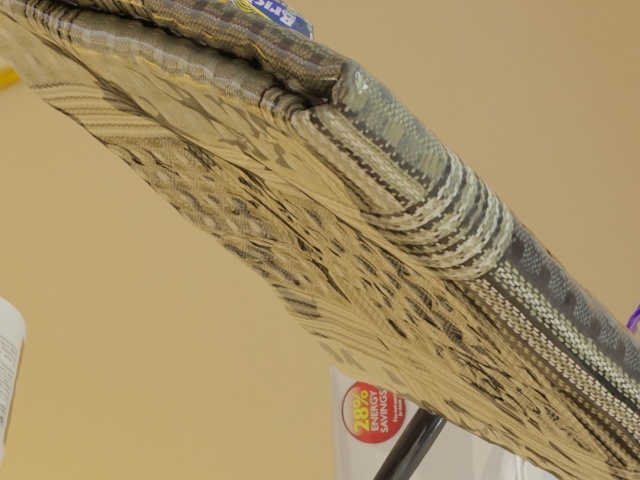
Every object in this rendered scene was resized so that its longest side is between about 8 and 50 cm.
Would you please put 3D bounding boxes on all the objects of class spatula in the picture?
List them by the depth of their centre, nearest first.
[{"bbox_3d":[0.034,0.256,1.487,0.084,0.030,0.296,28,-113,21],"label":"spatula"}]

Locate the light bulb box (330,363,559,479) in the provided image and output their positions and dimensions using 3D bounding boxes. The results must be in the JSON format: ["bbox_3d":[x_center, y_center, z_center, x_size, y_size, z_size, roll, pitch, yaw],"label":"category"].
[{"bbox_3d":[0.175,0.321,1.903,0.225,0.358,0.361,-6,170,18],"label":"light bulb box"}]

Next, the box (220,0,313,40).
[{"bbox_3d":[-0.085,-0.215,1.513,0.059,0.169,0.054,-40,-149,27],"label":"box"}]

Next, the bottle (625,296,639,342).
[{"bbox_3d":[0.283,0.107,1.265,0.092,0.118,0.283,-7,-163,8],"label":"bottle"}]

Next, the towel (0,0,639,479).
[{"bbox_3d":[0.000,0.000,0.667,0.056,0.312,0.324,-54,-141,-7],"label":"towel"}]

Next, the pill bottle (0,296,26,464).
[{"bbox_3d":[-0.356,0.166,1.530,0.131,0.131,0.229,-19,-131,29],"label":"pill bottle"}]
